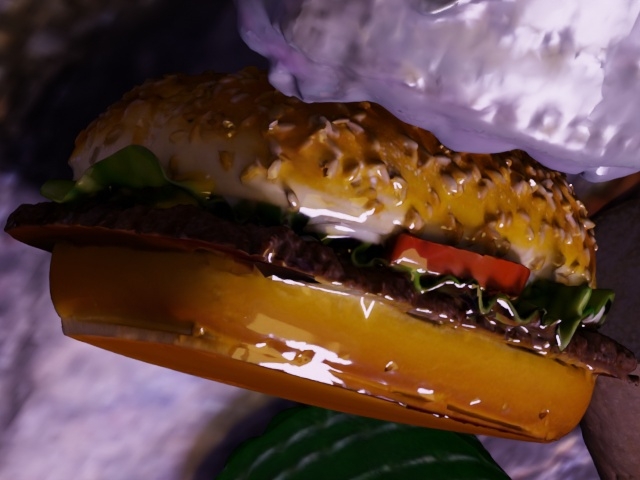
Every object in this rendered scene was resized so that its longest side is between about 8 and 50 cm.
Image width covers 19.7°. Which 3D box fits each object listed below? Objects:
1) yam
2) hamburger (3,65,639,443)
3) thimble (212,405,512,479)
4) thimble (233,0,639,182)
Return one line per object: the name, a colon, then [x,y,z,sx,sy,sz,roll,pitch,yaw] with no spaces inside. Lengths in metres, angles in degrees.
yam: [0.126,0.051,0.661,0.084,0.084,0.127,-33,136,-3]
hamburger: [0.000,0.000,0.511,0.166,0.137,0.087,19,80,-40]
thimble: [0.023,0.117,0.645,0.118,0.090,0.130,-31,138,-8]
thimble: [0.053,-0.088,0.450,0.151,0.127,0.118,12,118,-24]
